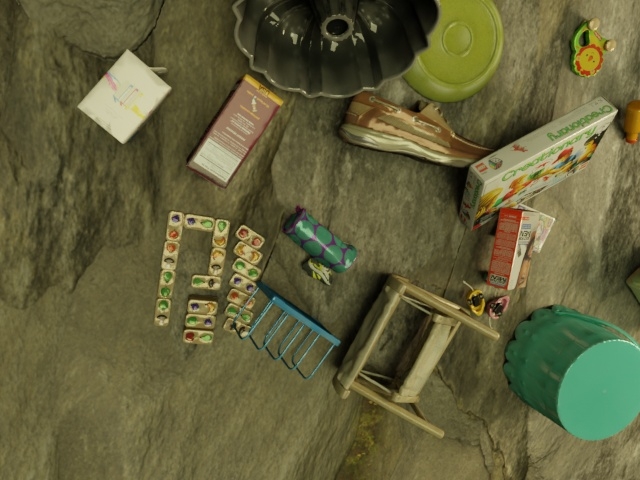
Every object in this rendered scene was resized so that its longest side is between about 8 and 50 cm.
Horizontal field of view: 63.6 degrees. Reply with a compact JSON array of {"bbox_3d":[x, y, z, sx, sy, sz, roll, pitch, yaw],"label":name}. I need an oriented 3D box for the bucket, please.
[{"bbox_3d":[0.592,0.304,1.193,0.282,0.183,0.280,-3,103,-14],"label":"bucket"}]

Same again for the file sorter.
[{"bbox_3d":[-0.072,0.179,1.017,0.170,0.118,0.104,38,86,-23],"label":"file sorter"}]

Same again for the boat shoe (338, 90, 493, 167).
[{"bbox_3d":[0.200,-0.214,1.007,0.325,0.123,0.116,10,98,-18],"label":"boat shoe"}]

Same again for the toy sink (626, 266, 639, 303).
[{"bbox_3d":[0.857,0.104,1.242,0.153,0.131,0.234,-44,114,-1],"label":"toy sink"}]

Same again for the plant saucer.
[{"bbox_3d":[0.264,-0.397,1.022,0.241,0.037,0.240,-3,103,-13],"label":"plant saucer"}]

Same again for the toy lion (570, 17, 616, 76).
[{"bbox_3d":[0.572,-0.406,1.104,0.100,0.034,0.096,39,99,-19],"label":"toy lion"}]

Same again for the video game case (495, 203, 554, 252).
[{"bbox_3d":[0.466,-0.031,1.173,0.122,0.011,0.087,20,98,-18],"label":"video game case"}]

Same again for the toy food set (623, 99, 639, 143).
[{"bbox_3d":[0.785,-0.310,1.147,0.232,0.111,0.104,-43,141,-12],"label":"toy food set"}]

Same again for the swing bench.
[{"bbox_3d":[0.183,0.227,1.086,0.255,0.165,0.253,27,96,-13],"label":"swing bench"}]

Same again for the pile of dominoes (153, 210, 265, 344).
[{"bbox_3d":[-0.214,0.079,1.010,0.196,0.040,0.250,8,101,-16],"label":"pile of dominoes"}]

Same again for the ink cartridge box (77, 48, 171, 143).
[{"bbox_3d":[-0.321,-0.248,0.878,0.090,0.092,0.143,41,89,-18],"label":"ink cartridge box"}]

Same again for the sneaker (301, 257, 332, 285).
[{"bbox_3d":[-0.006,0.065,1.068,0.035,0.031,0.083,-17,130,32],"label":"sneaker"}]

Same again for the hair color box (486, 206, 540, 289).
[{"bbox_3d":[0.410,0.016,1.098,0.093,0.053,0.167,-2,104,-46],"label":"hair color box"}]

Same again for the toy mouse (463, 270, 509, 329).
[{"bbox_3d":[0.392,0.120,1.177,0.143,0.031,0.160,-29,112,-15],"label":"toy mouse"}]

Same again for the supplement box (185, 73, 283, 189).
[{"bbox_3d":[-0.157,-0.194,0.926,0.081,0.104,0.188,33,94,-19],"label":"supplement box"}]

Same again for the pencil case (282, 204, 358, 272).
[{"bbox_3d":[0.000,0.000,1.033,0.152,0.065,0.070,38,53,-18],"label":"pencil case"}]

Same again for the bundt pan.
[{"bbox_3d":[0.022,-0.388,0.840,0.331,0.330,0.124,3,64,-15],"label":"bundt pan"}]

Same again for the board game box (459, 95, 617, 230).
[{"bbox_3d":[0.433,-0.151,1.054,0.306,0.053,0.193,-29,153,-6],"label":"board game box"}]
